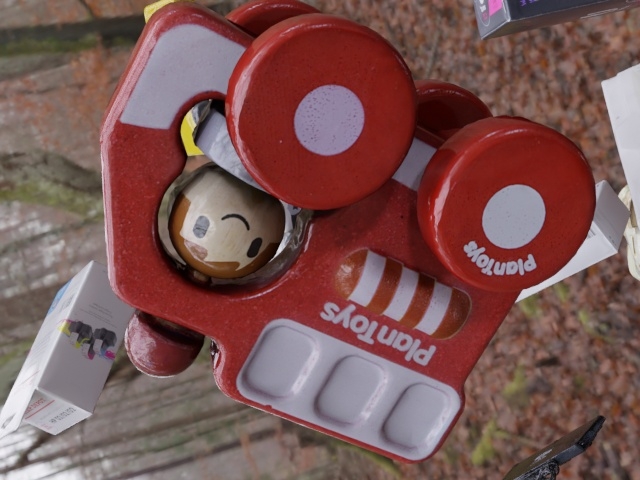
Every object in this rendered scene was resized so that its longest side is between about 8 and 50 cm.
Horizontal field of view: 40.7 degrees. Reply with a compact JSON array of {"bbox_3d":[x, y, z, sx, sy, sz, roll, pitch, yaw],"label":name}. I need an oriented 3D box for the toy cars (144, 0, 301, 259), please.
[{"bbox_3d":[-0.090,-0.123,1.007,0.393,0.087,0.176,55,142,23],"label":"toy cars"}]

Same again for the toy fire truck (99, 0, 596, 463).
[{"bbox_3d":[0.000,0.000,0.546,0.254,0.302,0.169,-62,21,11],"label":"toy fire truck"}]

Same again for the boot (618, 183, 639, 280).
[{"bbox_3d":[0.573,0.013,1.431,0.213,0.077,0.165,67,174,-31],"label":"boot"}]

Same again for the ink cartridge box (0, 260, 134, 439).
[{"bbox_3d":[-0.248,0.122,0.845,0.104,0.062,0.181,-32,34,48],"label":"ink cartridge box"}]

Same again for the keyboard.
[{"bbox_3d":[0.280,0.285,1.066,0.038,0.100,0.192,49,141,12],"label":"keyboard"}]

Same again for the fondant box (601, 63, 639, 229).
[{"bbox_3d":[0.367,0.022,0.783,0.330,0.096,0.238,55,-153,-27],"label":"fondant box"}]

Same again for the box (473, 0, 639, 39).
[{"bbox_3d":[0.344,-0.369,1.138,0.165,0.270,0.143,-103,1,-85],"label":"box"}]

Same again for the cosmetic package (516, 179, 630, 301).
[{"bbox_3d":[0.264,0.022,1.081,0.060,0.239,0.099,48,-139,-9],"label":"cosmetic package"}]
